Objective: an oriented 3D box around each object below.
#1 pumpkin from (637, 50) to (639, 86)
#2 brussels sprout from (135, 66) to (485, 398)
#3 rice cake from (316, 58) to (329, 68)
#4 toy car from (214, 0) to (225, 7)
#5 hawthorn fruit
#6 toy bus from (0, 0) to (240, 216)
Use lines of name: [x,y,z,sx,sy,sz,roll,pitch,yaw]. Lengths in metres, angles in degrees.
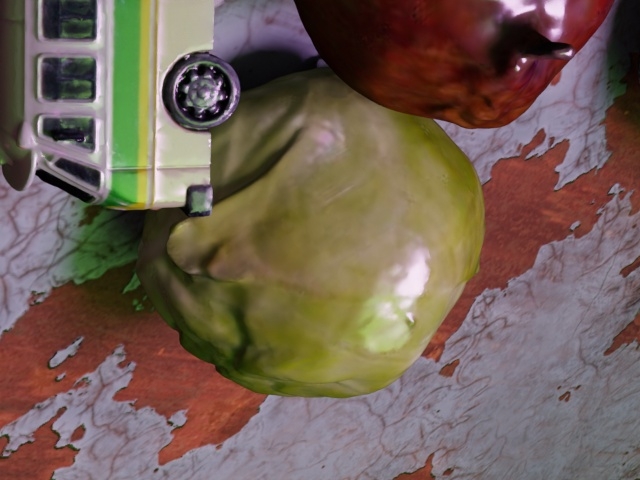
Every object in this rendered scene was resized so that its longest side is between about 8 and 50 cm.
pumpkin: [0.570,-0.219,2.072,0.454,0.344,0.454,-15,142,-12]
brussels sprout: [0.000,0.000,1.757,0.328,0.328,0.247,-49,169,7]
rice cake: [0.092,-0.181,1.874,0.237,0.043,0.127,-31,144,-18]
toy car: [-0.164,-0.231,1.522,0.126,0.098,0.161,-29,111,-14]
hawthorn fruit: [0.112,-0.248,1.575,0.308,0.325,0.308,-19,168,-4]
toy bus: [-0.163,-0.173,1.404,0.179,0.143,0.305,-3,105,-20]
